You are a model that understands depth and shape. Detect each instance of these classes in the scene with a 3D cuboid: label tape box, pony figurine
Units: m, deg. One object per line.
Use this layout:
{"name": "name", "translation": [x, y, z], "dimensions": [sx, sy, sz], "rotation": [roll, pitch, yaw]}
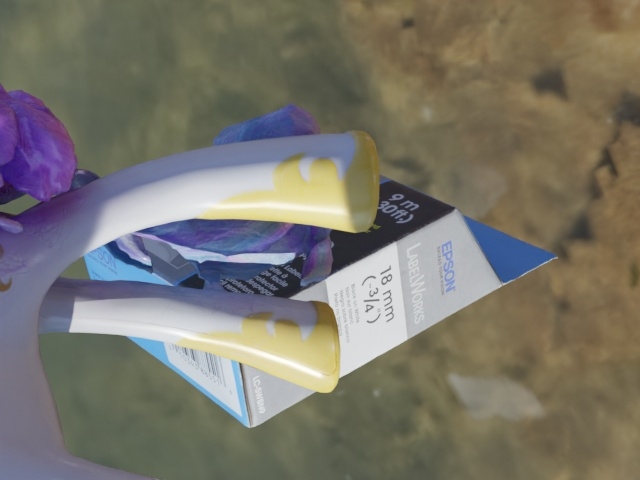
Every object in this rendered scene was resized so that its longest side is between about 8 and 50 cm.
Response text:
{"name": "label tape box", "translation": [0.000, 0.000, 1.139], "dimensions": [0.241, 0.334, 0.106], "rotation": [27, 135, 46]}
{"name": "pony figurine", "translation": [-0.157, 0.033, 0.556], "dimensions": [0.303, 0.363, 0.351], "rotation": [141, 126, -70]}
